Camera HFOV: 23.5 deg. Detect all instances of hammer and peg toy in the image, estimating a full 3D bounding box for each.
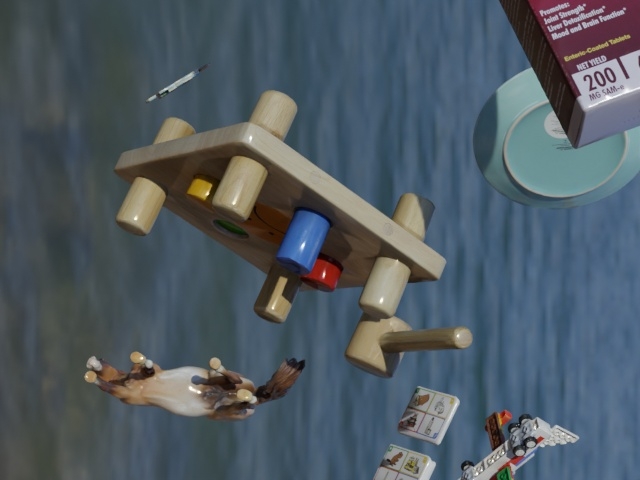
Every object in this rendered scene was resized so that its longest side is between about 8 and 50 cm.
[{"bbox_3d":[0.000,0.000,1.509,0.361,0.266,0.127,34,68,-27],"label":"hammer and peg toy"}]

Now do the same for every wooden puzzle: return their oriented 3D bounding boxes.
[{"bbox_3d":[-0.156,-0.172,1.694,0.006,0.083,0.049,59,-7,-6],"label":"wooden puzzle"}]

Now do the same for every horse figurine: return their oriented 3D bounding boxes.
[{"bbox_3d":[-0.147,0.161,1.719,0.174,0.263,0.066,76,19,-75],"label":"horse figurine"}]

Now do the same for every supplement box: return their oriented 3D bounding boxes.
[{"bbox_3d":[0.216,-0.207,1.236,0.073,0.130,0.239,84,-15,-66],"label":"supplement box"}]

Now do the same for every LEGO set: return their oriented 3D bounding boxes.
[{"bbox_3d":[0.131,0.240,1.431,0.060,0.244,0.182,32,77,-26],"label":"LEGO set"}]

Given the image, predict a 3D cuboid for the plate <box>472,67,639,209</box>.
[{"bbox_3d":[0.251,-0.101,1.587,0.024,0.188,0.188,-89,169,-51],"label":"plate"}]
